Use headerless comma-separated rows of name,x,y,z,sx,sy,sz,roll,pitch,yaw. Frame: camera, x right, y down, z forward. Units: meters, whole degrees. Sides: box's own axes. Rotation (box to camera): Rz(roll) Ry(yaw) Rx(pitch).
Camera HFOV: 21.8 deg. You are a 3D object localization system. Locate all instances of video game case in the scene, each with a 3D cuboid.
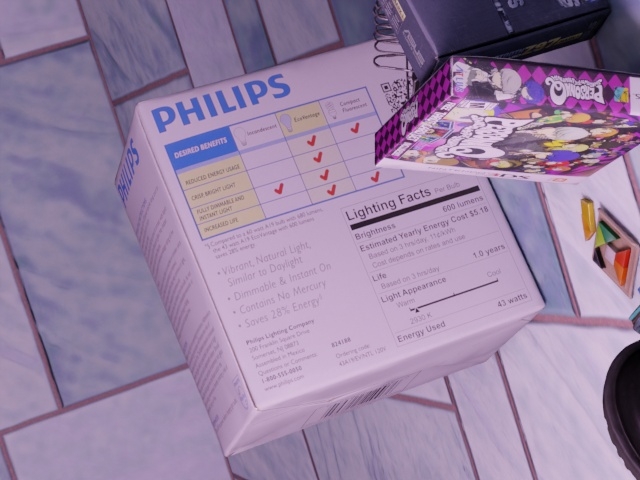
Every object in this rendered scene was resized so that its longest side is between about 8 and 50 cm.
video game case,0.179,-0.104,1.495,0.232,0.210,0.041,140,133,-70

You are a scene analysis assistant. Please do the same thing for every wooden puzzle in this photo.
wooden puzzle,0.284,0.013,1.616,0.116,0.014,0.078,47,151,51

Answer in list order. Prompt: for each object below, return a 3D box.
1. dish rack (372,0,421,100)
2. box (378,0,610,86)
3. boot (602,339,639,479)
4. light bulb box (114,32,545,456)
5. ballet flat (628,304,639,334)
dish rack,0.086,-0.272,1.695,0.271,0.074,0.208,92,-179,-52
box,0.129,-0.267,1.509,0.232,0.183,0.059,65,160,19
boot,0.371,0.166,1.316,0.348,0.131,0.260,49,161,25
light bulb box,0.000,0.000,1.877,0.361,0.358,0.225,67,160,14
ballet flat,0.329,0.038,1.456,0.188,0.070,0.070,103,144,-62
